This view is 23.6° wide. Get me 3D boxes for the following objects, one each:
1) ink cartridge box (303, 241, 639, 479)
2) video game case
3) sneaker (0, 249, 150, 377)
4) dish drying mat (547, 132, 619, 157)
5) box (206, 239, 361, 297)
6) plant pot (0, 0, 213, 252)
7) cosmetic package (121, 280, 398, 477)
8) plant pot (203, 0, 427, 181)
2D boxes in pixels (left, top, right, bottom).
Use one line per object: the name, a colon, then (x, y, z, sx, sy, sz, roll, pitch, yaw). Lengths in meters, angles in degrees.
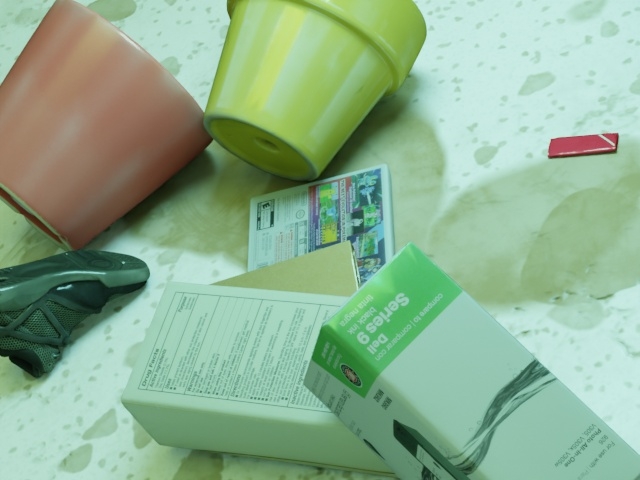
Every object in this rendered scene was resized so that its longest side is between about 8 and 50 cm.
ink cartridge box: (0.133, 0.166, 1.404, 0.289, 0.211, 0.121, 43, 72, 11)
video game case: (0.000, 0.000, 1.865, 0.184, 0.023, 0.201, -14, 42, 13)
sneaker: (-0.318, 0.088, 1.894, 0.228, 0.130, 0.087, -16, 29, -32)
dish drying mat: (0.315, -0.115, 1.840, 0.083, 0.008, 0.032, -3, 47, 23)
box: (-0.045, 0.096, 1.766, 0.201, 0.021, 0.164, -18, 52, 11)
plant pot: (-0.315, -0.134, 1.993, 0.275, 0.275, 0.243, 29, 75, 42)
cosmetic package: (-0.036, 0.146, 1.641, 0.310, 0.113, 0.160, 4, 58, 26)
plant pot: (-0.025, -0.215, 1.949, 0.254, 0.254, 0.239, 14, 71, 35)
